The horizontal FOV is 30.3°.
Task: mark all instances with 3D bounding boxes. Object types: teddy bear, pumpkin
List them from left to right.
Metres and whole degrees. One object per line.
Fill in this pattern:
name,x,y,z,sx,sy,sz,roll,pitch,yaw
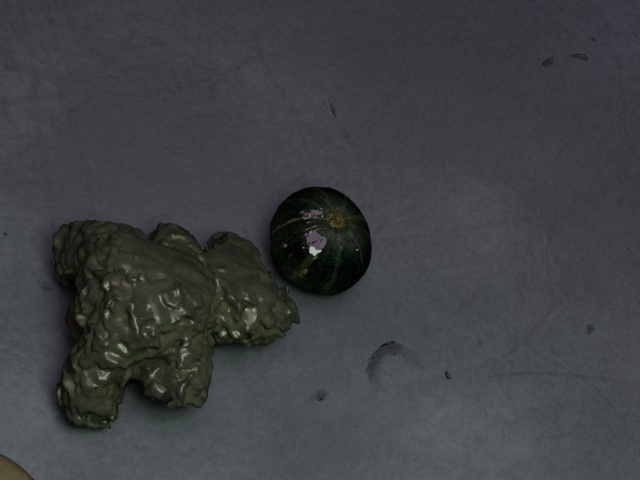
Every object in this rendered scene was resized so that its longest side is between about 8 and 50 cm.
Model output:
teddy bear,-0.218,0.112,1.827,0.367,0.224,0.357,10,48,-30
pumpkin,0.000,0.001,1.982,0.190,0.146,0.190,8,72,-27

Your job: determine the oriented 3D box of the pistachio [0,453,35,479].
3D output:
pistachio,-0.437,0.362,1.577,0.215,0.144,0.144,29,51,8
